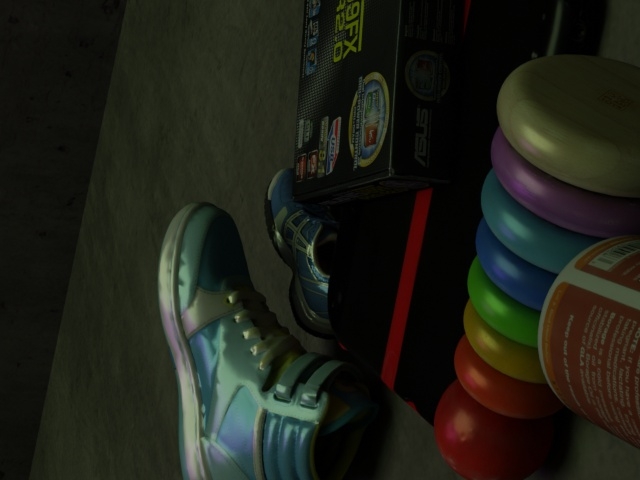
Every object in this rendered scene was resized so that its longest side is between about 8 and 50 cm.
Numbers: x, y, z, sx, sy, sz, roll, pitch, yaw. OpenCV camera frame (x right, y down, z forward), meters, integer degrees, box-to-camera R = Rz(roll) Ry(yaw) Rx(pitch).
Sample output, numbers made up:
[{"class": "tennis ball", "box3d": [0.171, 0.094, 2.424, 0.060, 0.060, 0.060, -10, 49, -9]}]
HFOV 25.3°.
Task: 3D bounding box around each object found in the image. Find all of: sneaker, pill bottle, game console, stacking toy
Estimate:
[{"class": "sneaker", "box3d": [0.000, 0.000, 1.502, 0.081, 0.080, 0.211, -56, 42, 40]}, {"class": "sneaker", "box3d": [-0.043, 0.107, 1.412, 0.208, 0.127, 0.318, -10, 87, 34]}, {"class": "pill bottle", "box3d": [0.219, 0.071, 0.786, 0.216, 0.121, 0.121, -152, 70, -69]}, {"class": "game console", "box3d": [0.112, -0.047, 1.238, 0.342, 0.060, 0.386, -146, 64, -64]}, {"class": "stacking toy", "box3d": [0.156, 0.044, 0.988, 0.141, 0.141, 0.330, -109, 25, -51]}]

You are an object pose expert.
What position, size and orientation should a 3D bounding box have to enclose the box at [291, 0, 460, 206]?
[{"class": "box", "box3d": [0.048, -0.173, 1.268, 0.216, 0.060, 0.270, 170, 104, -67]}]
